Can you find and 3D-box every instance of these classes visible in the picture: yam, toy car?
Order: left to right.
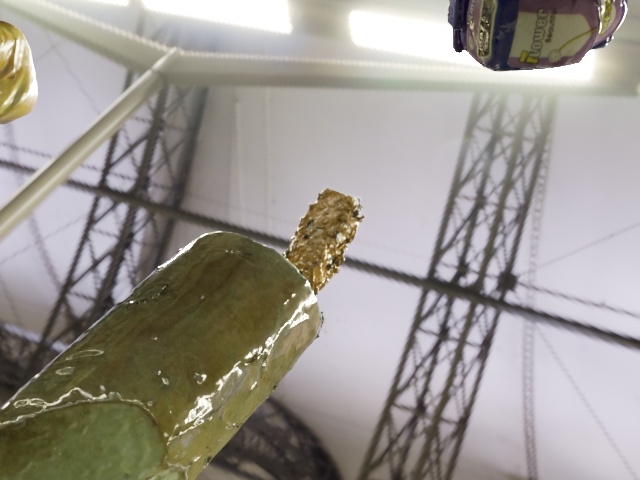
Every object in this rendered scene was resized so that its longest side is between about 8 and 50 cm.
[{"bbox_3d":[-0.107,0.095,0.571,0.106,0.259,0.106,23,-43,24],"label":"yam"},{"bbox_3d":[0.295,-0.302,1.417,0.235,0.158,0.172,-6,-55,-11],"label":"toy car"}]

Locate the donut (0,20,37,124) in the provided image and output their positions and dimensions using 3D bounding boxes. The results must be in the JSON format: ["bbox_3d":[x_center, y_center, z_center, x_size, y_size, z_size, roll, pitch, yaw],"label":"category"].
[{"bbox_3d":[-0.570,-0.226,1.505,0.360,0.360,0.170,-2,-83,41],"label":"donut"}]

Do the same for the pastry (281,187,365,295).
[{"bbox_3d":[0.000,0.000,1.399,0.080,0.140,0.056,22,-22,35],"label":"pastry"}]
